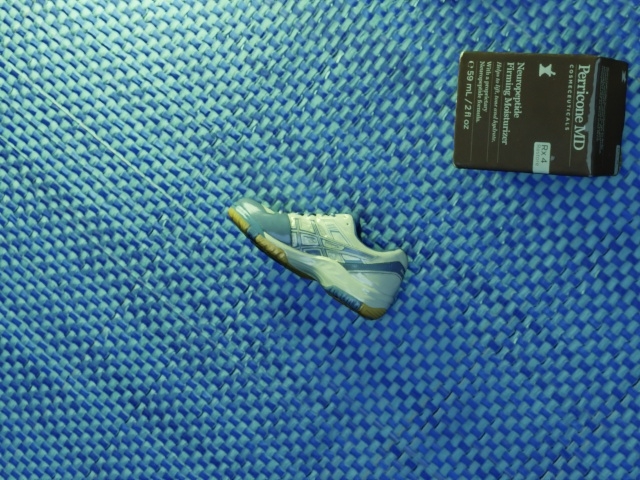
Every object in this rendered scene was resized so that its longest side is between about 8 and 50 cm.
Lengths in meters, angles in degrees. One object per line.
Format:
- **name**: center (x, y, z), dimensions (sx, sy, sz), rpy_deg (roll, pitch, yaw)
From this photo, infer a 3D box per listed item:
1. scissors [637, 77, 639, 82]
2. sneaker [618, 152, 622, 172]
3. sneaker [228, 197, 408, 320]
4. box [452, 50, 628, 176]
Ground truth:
- **scissors**: center (0.531, -0.111, 1.738), dimensions (0.297, 0.021, 0.109), rpy_deg (41, 123, 31)
- **sneaker**: center (0.421, -0.135, 1.844), dimensions (0.037, 0.032, 0.083), rpy_deg (-2, 92, 32)
- **sneaker**: center (0.000, 0.000, 1.954), dimensions (0.296, 0.112, 0.131), rpy_deg (32, 86, 10)
- **box**: center (0.313, -0.180, 1.782), dimensions (0.203, 0.167, 0.168), rpy_deg (6, 96, 26)
